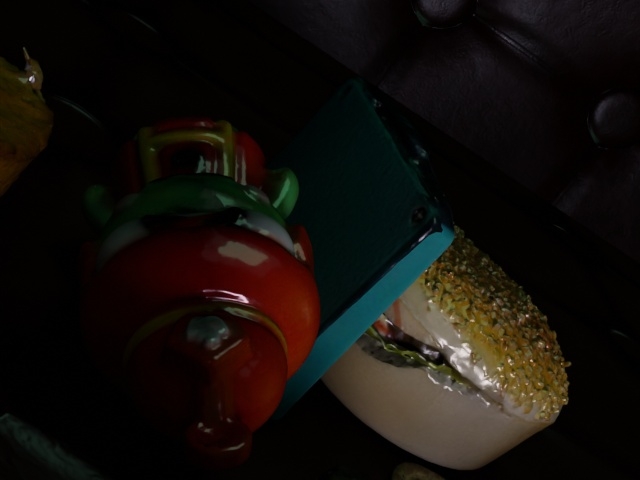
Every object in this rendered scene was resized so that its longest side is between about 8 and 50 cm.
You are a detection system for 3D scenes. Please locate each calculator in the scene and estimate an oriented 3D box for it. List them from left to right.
[{"bbox_3d":[0.000,0.000,0.940,0.058,0.248,0.274,34,16,-31],"label":"calculator"}]

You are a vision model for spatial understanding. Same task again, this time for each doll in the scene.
[{"bbox_3d":[-0.091,0.040,0.803,0.182,0.160,0.363,-1,31,-9],"label":"doll"}]

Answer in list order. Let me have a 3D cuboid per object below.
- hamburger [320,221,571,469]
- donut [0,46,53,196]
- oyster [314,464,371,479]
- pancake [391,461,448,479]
[{"bbox_3d":[0.116,0.085,1.054,0.302,0.170,0.302,33,19,-13],"label":"hamburger"},{"bbox_3d":[-0.336,-0.122,0.841,0.253,0.118,0.253,34,19,-14],"label":"donut"},{"bbox_3d":[0.003,0.231,0.633,0.221,0.096,0.361,37,15,25],"label":"oyster"},{"bbox_3d":[0.106,0.235,0.925,0.115,0.011,0.115,31,21,-13],"label":"pancake"}]
